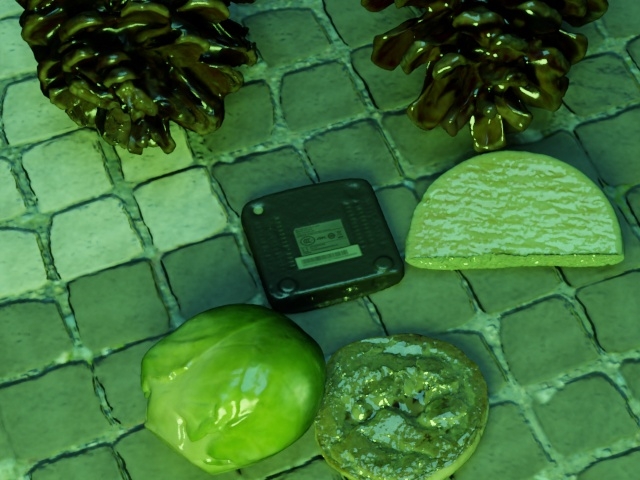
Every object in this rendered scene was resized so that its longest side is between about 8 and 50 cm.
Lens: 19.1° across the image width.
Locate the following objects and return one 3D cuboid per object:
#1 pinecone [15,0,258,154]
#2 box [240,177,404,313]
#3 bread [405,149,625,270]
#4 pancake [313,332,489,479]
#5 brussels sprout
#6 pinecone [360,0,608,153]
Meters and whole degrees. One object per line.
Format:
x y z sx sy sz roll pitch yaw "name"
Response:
-0.168 -0.209 1.737 0.243 0.243 0.257 20 76 16 "pinecone"
0.000 0.000 1.695 0.126 0.027 0.125 -14 54 -9 "box"
0.171 -0.027 1.700 0.193 0.036 0.112 -1 63 2 "bread"
0.067 0.142 1.588 0.158 0.028 0.158 -2 52 3 "pancake"
-0.066 0.122 1.551 0.155 0.117 0.155 -15 49 17 "brussels sprout"
0.150 -0.229 1.745 0.244 0.244 0.309 10 71 9 "pinecone"
